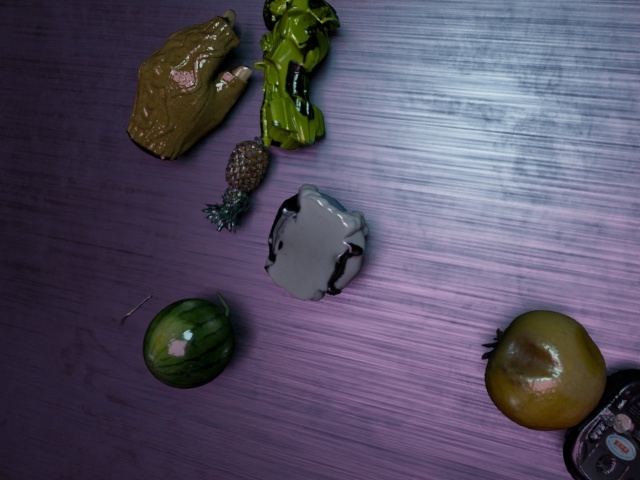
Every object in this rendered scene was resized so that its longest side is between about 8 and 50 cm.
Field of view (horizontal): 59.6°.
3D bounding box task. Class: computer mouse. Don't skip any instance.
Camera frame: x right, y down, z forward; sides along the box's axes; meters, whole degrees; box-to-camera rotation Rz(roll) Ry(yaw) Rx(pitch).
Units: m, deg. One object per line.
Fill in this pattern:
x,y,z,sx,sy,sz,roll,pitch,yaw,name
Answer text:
0.524,0.335,0.990,0.137,0.096,0.233,42,88,0,computer mouse

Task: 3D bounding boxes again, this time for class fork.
-0.443,0.165,1.330,0.115,0.016,0.012,-42,101,13,fork

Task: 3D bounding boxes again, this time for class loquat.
0.385,0.226,0.978,0.213,0.213,0.213,0,90,17,loquat

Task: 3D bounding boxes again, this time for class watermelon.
-0.270,0.214,1.197,0.188,0.215,0.188,26,130,36,watermelon

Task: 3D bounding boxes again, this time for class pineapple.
-0.179,-0.126,1.211,0.103,0.083,0.221,30,99,27,pineapple

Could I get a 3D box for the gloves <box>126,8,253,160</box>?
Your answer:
-0.283,-0.338,1.203,0.203,0.155,0.356,37,97,10,gloves

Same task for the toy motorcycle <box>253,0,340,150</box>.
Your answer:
-0.048,-0.358,1.141,0.206,0.142,0.342,3,92,55,toy motorcycle

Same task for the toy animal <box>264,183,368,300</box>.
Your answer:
0.000,0.000,1.121,0.204,0.156,0.208,31,116,11,toy animal
